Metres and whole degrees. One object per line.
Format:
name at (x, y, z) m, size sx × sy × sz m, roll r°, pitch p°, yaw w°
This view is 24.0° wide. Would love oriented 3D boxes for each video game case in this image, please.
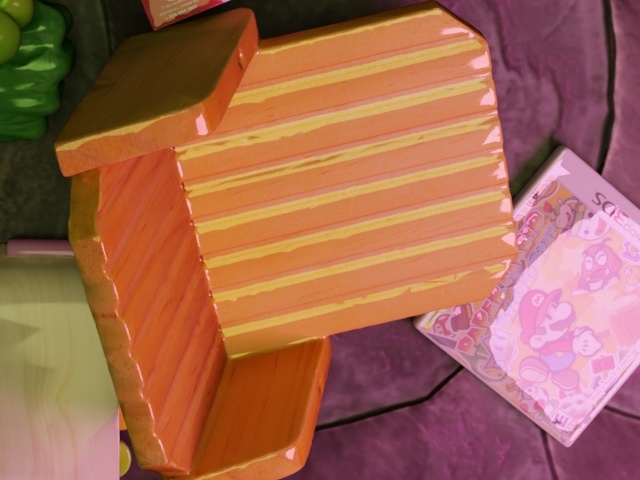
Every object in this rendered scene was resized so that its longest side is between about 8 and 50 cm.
video game case at (0.238, 0.056, 1.468) m, size 0.206 × 0.026 × 0.227 m, roll 39°, pitch 95°, yaw -13°

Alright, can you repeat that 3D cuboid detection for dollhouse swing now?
dollhouse swing at (0.000, 0.000, 1.262) m, size 0.305 × 0.315 × 0.346 m, roll -6°, pitch 117°, yaw 11°

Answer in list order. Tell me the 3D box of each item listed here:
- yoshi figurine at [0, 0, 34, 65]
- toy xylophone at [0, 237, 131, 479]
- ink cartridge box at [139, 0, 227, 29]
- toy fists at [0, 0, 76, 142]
yoshi figurine at (-0.410, -0.220, 1.180) m, size 0.362 × 0.203 × 0.203 m, roll 6°, pitch 96°, yaw 9°
toy xylophone at (-0.272, 0.153, 1.387) m, size 0.236 × 0.081 × 0.322 m, roll 8°, pitch 101°, yaw -10°
ink cartridge box at (-0.121, -0.288, 1.291) m, size 0.128 × 0.127 × 0.176 m, roll -23°, pitch 103°, yaw -1°
toy fists at (-0.278, -0.223, 1.300) m, size 0.142 × 0.096 × 0.279 m, roll 4°, pitch 101°, yaw 7°
